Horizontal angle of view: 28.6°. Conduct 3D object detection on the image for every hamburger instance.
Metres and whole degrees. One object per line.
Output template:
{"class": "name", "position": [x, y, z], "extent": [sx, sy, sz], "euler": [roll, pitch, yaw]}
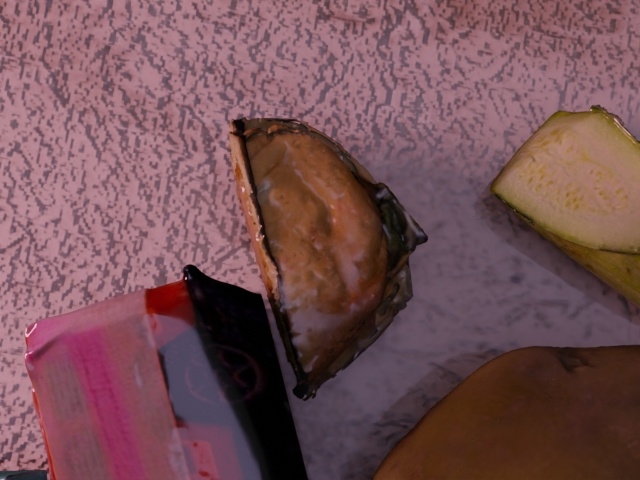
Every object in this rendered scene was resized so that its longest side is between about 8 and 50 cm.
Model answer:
{"class": "hamburger", "position": [0.007, 0.003, 0.778], "extent": [0.102, 0.087, 0.176], "euler": [-14, 78, -14]}

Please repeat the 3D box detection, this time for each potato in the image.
{"class": "potato", "position": [0.184, 0.178, 0.691], "extent": [0.326, 0.221, 0.243], "euler": [14, 86, 4]}

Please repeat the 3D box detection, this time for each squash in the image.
{"class": "squash", "position": [0.207, 0.001, 0.783], "extent": [0.200, 0.075, 0.090], "euler": [39, 58, 1]}

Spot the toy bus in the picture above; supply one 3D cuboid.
{"class": "toy bus", "position": [-0.069, 0.170, 0.734], "extent": [0.147, 0.127, 0.302], "euler": [-13, 86, 2]}

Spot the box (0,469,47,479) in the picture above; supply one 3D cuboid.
{"class": "box", "position": [-0.224, 0.250, 0.727], "extent": [0.162, 0.041, 0.229], "euler": [-7, 84, 29]}
